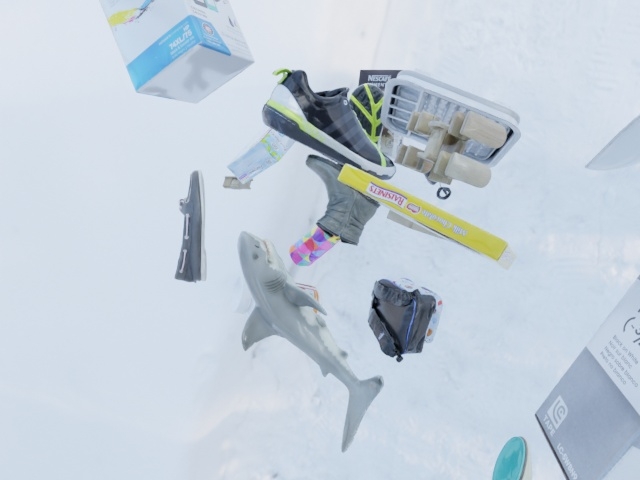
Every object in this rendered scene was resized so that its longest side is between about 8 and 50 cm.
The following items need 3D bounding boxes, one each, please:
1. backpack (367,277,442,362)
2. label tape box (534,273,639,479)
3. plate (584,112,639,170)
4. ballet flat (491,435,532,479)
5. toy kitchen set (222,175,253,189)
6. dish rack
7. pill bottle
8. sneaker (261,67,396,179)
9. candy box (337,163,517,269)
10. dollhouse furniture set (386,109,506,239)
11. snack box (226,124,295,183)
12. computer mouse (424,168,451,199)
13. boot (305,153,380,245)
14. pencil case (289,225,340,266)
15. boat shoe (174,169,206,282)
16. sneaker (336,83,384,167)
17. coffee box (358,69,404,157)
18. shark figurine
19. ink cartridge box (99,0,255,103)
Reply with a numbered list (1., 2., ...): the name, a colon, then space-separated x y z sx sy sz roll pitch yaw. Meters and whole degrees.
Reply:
1. backpack: 0.300 0.256 1.775 0.263 0.213 0.276 36 116 52
2. label tape box: 0.362 0.083 0.350 0.241 0.106 0.333 22 111 -4
3. plate: 0.320 -0.160 0.302 0.277 0.278 0.045 -43 76 7
4. ballet flat: 0.412 0.555 1.056 0.086 0.086 0.248 20 60 28
5. toy kitchen set: -0.238 -0.191 1.361 0.083 0.075 0.068 4 66 18
6. dish rack: 0.322 -0.309 1.219 0.333 0.285 0.072 25 81 7
7. pill bottle: -0.114 0.159 1.254 0.121 0.216 0.121 -46 36 50
8. sneaker: 0.031 -0.159 0.668 0.084 0.235 0.097 37 103 53
9. candy box: 0.125 -0.028 0.570 0.206 0.105 0.027 31 99 28
10. dollhouse furniture set: 0.262 -0.126 0.974 0.242 0.161 0.212 -70 22 8
11. snack box: -0.121 -0.253 1.227 0.070 0.207 0.174 48 145 -18
12. computer mouse: 0.402 -0.208 1.676 0.071 0.242 0.041 -48 54 -2
13. boot: 0.034 -0.101 1.269 0.246 0.083 0.161 35 86 -12
14. pencil case: 0.000 0.000 1.622 0.236 0.104 0.104 -36 75 34
15. boat shoe: -0.384 -0.038 1.418 0.095 0.112 0.335 -1 99 -12
16. sneaker: 0.128 -0.279 1.485 0.145 0.147 0.384 14 111 2
17. coffee box: 0.219 -0.455 1.760 0.168 0.119 0.297 9 97 26
18. shark figurine: -0.040 0.128 0.639 0.116 0.166 0.278 -36 86 -11
19. ink cartridge box: -0.315 -0.475 1.051 0.197 0.198 0.270 -24 87 26
